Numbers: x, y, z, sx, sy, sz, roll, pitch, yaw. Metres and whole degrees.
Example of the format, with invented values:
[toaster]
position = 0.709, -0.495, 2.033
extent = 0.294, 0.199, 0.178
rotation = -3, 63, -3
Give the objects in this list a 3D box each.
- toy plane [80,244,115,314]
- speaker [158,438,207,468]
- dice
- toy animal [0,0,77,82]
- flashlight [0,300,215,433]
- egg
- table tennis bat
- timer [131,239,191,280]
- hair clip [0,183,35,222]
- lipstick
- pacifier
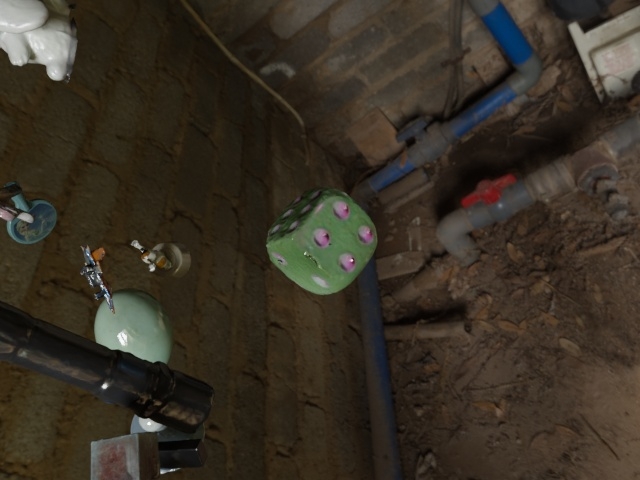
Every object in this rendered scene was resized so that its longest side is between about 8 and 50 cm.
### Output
[toy plane]
position = -0.555, 0.100, 1.271
extent = 0.135, 0.062, 0.188
rotation = -1, 100, 54
[speaker]
position = -0.480, 0.685, 1.640
extent = 0.218, 0.082, 0.044
rotation = -6, 24, 9
[dice]
position = 0.000, 0.000, 2.007
extent = 0.322, 0.330, 0.318
rotation = -55, 21, -24
[toy animal]
position = -0.644, -0.458, 1.053
extent = 0.249, 0.289, 0.174
rotation = 26, 103, 21
[flashlight]
position = -0.358, 0.206, 0.814
extent = 0.103, 0.424, 0.103
rotation = -30, 42, 30
[egg]
position = -0.705, 0.356, 1.954
extent = 0.276, 0.388, 0.276
rotation = -6, 32, 4
[table tennis bat]
position = -0.868, -0.084, 1.520
extent = 0.038, 0.237, 0.149
rotation = 33, 56, 22
[timer]
position = -0.669, 0.076, 2.121
extent = 0.175, 0.266, 0.175
rotation = -1, 83, 9
[hair clip]
position = -0.719, -0.089, 1.132
extent = 0.075, 0.146, 0.257
rotation = -54, 12, -2
[lipstick]
position = -0.263, 0.465, 0.706
extent = 0.076, 0.079, 0.371
rotation = -11, 69, 2
[pacifier]
position = -0.546, 0.633, 1.729
extent = 0.299, 0.233, 0.244
rotation = 33, 62, 33
